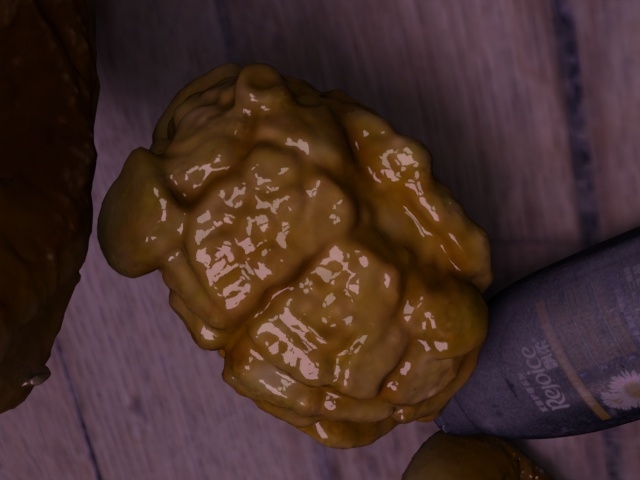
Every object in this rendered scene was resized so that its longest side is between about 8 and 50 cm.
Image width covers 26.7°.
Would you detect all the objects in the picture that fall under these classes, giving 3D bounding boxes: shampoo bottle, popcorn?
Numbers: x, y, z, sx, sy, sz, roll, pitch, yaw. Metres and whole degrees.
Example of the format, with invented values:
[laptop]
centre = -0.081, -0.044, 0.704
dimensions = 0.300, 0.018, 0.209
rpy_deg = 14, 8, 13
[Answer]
[shampoo bottle]
centre = 0.149, 0.040, 0.629
dimensions = 0.234, 0.049, 0.087
rpy_deg = -26, 99, 36
[popcorn]
centre = -0.007, -0.004, 0.624
dimensions = 0.140, 0.163, 0.194
rpy_deg = -39, 64, 10

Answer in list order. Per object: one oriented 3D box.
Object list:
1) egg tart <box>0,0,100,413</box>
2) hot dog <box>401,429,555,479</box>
[egg tart]
centre = -0.218, -0.121, 0.489
dimensions = 0.178, 0.443, 0.443
rpy_deg = -8, 113, 8
[hot dog]
centre = 0.130, 0.201, 0.708
dimensions = 0.073, 0.084, 0.242
rpy_deg = -24, 102, 32
